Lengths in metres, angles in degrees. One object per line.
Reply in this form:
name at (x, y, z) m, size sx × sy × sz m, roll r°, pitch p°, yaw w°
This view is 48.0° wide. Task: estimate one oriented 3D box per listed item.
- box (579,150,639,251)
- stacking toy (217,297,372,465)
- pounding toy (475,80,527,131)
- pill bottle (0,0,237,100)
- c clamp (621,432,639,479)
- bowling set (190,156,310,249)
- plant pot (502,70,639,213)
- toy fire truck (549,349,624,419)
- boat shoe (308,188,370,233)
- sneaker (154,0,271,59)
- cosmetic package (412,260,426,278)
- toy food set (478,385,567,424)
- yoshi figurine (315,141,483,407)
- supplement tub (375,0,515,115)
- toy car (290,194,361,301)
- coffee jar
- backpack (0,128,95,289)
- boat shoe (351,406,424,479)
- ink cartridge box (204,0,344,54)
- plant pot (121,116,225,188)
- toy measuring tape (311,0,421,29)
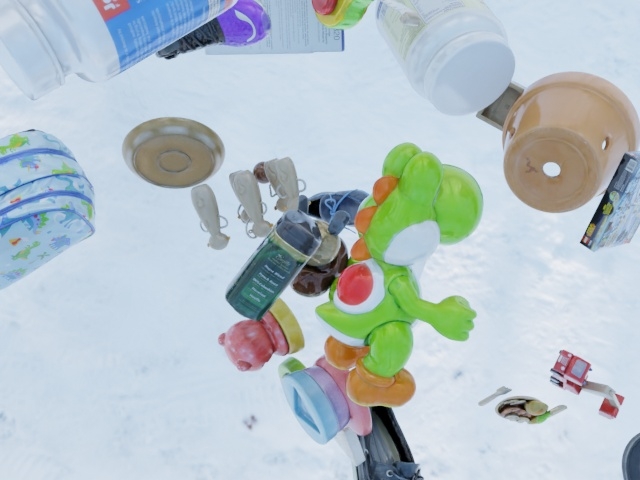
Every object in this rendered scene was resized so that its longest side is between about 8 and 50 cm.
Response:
box at (0.405, -0.053, 0.948) m, size 0.094 × 0.027 × 0.137 m, roll -8°, pitch 128°, yaw -38°
stacking toy at (-0.050, 0.283, 1.301) m, size 0.130 × 0.309 × 0.279 m, roll -29°, pitch 134°, yaw -23°
pounding toy at (0.469, -0.307, 1.738) m, size 0.141 × 0.100 × 0.130 m, roll 34°, pitch 113°, yaw 19°
pill bottle at (-0.193, -0.222, 0.660) m, size 0.221 × 0.124 × 0.124 m, roll -39°, pitch 114°, yaw -20°
c clamp at (0.364, 0.259, 0.709) m, size 0.137 × 0.022 × 0.160 m, roll -14°, pitch 87°, yaw -10°
bowling set at (-0.125, -0.096, 1.623) m, size 0.287 × 0.200 × 0.154 m, roll -14°, pitch 101°, yaw 27°
plant pot at (0.517, -0.189, 1.537) m, size 0.203 × 0.291 × 0.290 m, roll -48°, pitch 123°, yaw -48°
toy fire truck at (0.510, 0.276, 1.371) m, size 0.047 × 0.135 × 0.192 m, roll -59°, pitch 154°, yaw -13°
boat shoe at (0.036, -0.064, 1.688) m, size 0.089 × 0.258 × 0.109 m, roll -14°, pitch 95°, yaw -27°
sneaker at (-0.228, -0.370, 1.271) m, size 0.146 × 0.294 × 0.102 m, roll -54°, pitch 144°, yaw -35°
cosmetic package at (0.265, 0.060, 2.082) m, size 0.061 × 0.239 × 0.098 m, roll 6°, pitch 62°, yaw 1°
toy food set at (0.490, 0.417, 1.750) m, size 0.192 × 0.038 × 0.132 m, roll 20°, pitch 140°, yaw -17°
yoshi figurine at (0.128, 0.041, 0.991) m, size 0.204 × 0.203 × 0.362 m, roll 19°, pitch 118°, yaw 12°
supplement tub at (0.281, -0.462, 1.640) m, size 0.236 × 0.324 × 0.235 m, roll -13°, pitch 141°, yaw -11°
toy car at (0.000, 0.000, 1.320) m, size 0.155 × 0.149 × 0.188 m, roll 20°, pitch 134°, yaw 17°
coffee jar at (-0.074, 0.038, 1.175) m, size 0.079 × 0.096 × 0.184 m, roll 36°, pitch 107°, yaw -9°
backpack at (-0.593, -0.046, 1.312) m, size 0.273 × 0.290 × 0.355 m, roll 40°, pitch 72°, yaw 18°
boat shoe at (0.139, 0.439, 1.377) m, size 0.127 × 0.340 × 0.113 m, roll 19°, pitch 125°, yaw -30°
ink cartridge box at (-0.110, -0.586, 1.617) m, size 0.330 × 0.071 × 0.324 m, roll 1°, pitch 112°, yaw 5°
plant pot at (-0.338, -0.191, 1.661) m, size 0.237 × 0.032 × 0.236 m, roll -5°, pitch 144°, yaw -4°
toy measuring tape at (0.074, -0.462, 1.455) m, size 0.121 × 0.330 × 0.121 m, roll -23°, pitch 136°, yaw -24°
